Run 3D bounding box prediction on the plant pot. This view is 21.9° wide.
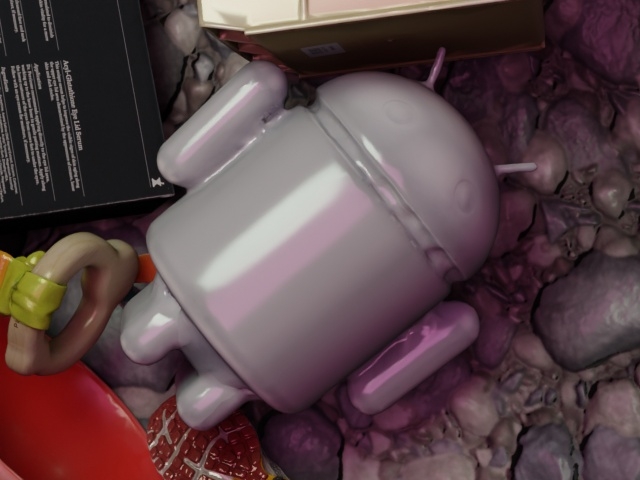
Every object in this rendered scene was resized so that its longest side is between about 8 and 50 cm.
[{"bbox_3d":[-0.295,0.228,1.364,0.275,0.275,0.243,45,102,9],"label":"plant pot"}]

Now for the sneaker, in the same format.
[{"bbox_3d":[-0.067,0.218,1.406,0.088,0.093,0.225,-38,63,-14],"label":"sneaker"}]

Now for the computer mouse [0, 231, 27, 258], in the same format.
[{"bbox_3d":[-0.393,-0.046,1.460,0.272,0.072,0.189,23,93,1],"label":"computer mouse"}]

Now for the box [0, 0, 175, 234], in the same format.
[{"bbox_3d":[-0.243,-0.144,1.415,0.184,0.103,0.261,-9,84,-17],"label":"box"}]

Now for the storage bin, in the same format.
[{"bbox_3d":[0.050,-0.216,1.327,0.260,0.262,0.123,-6,88,8],"label":"storage bin"}]

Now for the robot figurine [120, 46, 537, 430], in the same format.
[{"bbox_3d":[0.000,0.000,1.347,0.353,0.200,0.300,-38,106,2],"label":"robot figurine"}]

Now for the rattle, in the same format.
[{"bbox_3d":[-0.226,0.031,1.403,0.142,0.199,0.130,8,114,27],"label":"rattle"}]
